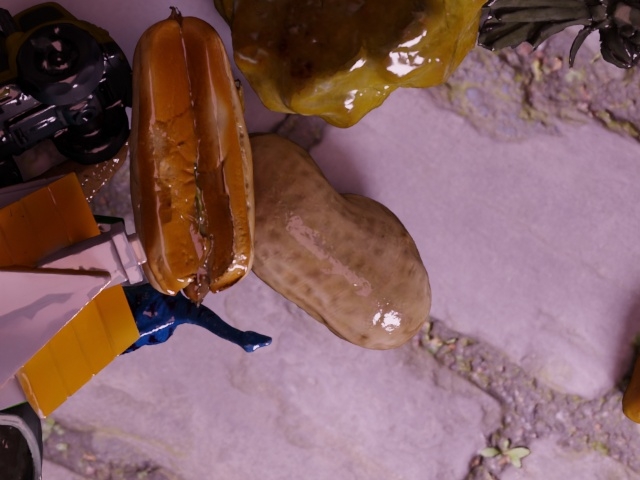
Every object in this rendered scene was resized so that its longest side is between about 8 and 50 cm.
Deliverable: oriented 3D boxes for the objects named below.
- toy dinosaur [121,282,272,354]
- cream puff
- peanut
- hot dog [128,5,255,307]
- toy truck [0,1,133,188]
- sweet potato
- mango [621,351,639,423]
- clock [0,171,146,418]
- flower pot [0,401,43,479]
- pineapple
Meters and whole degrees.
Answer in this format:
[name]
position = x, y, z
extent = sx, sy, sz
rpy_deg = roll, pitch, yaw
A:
[toy dinosaur]
position = -0.189, 0.069, 1.284
extent = 0.329, 0.144, 0.076
rpy_deg = -1, 116, 13
[cream puff]
position = 0.035, -0.238, 1.245
extent = 0.282, 0.185, 0.282
rpy_deg = -1, 87, 28
[peanut]
position = 0.000, 0.000, 1.307
extent = 0.253, 0.137, 0.122
rpy_deg = 38, 135, -15
[hot dog]
position = -0.115, -0.075, 1.214
extent = 0.109, 0.072, 0.269
rpy_deg = -4, 90, -18
[toy truck]
position = -0.285, -0.135, 1.219
extent = 0.224, 0.147, 0.165
rpy_deg = -28, 64, -6
[sweet potato]
position = -0.249, -0.038, 1.281
extent = 0.206, 0.068, 0.060
rpy_deg = -38, 130, -6
[mango]
position = 0.356, 0.141, 1.429
extent = 0.080, 0.060, 0.114
rpy_deg = 34, 92, -31
[clock]
position = -0.289, 0.059, 1.133
extent = 0.309, 0.235, 0.166
rpy_deg = -21, 105, -4
[flower pot]
position = -0.325, 0.254, 1.306
extent = 0.103, 0.108, 0.229
rpy_deg = 13, 98, -12
[pineapple]
position = 0.282, -0.211, 1.320
extent = 0.277, 0.119, 0.130
rpy_deg = 12, 143, -11
